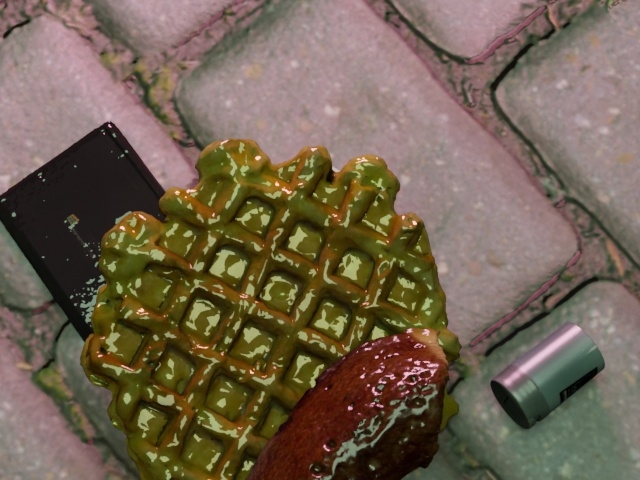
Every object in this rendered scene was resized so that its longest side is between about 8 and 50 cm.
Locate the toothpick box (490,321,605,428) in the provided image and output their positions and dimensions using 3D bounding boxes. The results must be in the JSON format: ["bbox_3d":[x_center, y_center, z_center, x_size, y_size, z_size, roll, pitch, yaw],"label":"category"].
[{"bbox_3d":[0.188,0.112,1.232,0.083,0.052,0.052,-36,74,-13],"label":"toothpick box"}]

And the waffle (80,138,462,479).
[{"bbox_3d":[-0.042,0.077,1.212,0.302,0.068,0.325,-19,85,-8],"label":"waffle"}]

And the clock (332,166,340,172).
[{"bbox_3d":[0.000,0.000,1.277,0.087,0.041,0.129,15,75,2],"label":"clock"}]

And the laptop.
[{"bbox_3d":[-0.183,0.004,1.292,0.135,0.016,0.197,-35,74,-10],"label":"laptop"}]

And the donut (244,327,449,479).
[{"bbox_3d":[0.016,0.203,1.127,0.151,0.112,0.295,8,84,-9],"label":"donut"}]
